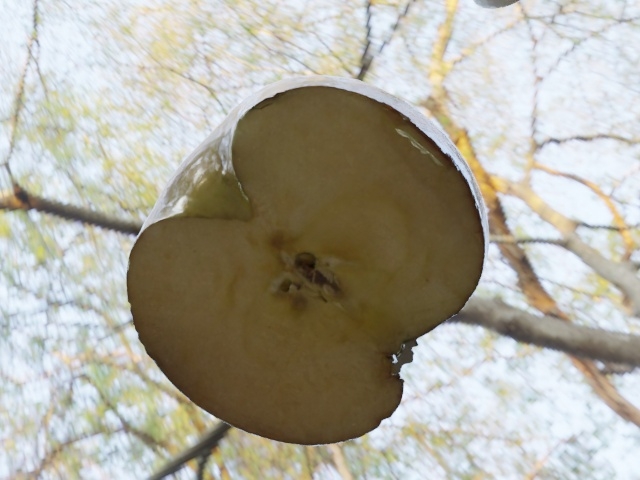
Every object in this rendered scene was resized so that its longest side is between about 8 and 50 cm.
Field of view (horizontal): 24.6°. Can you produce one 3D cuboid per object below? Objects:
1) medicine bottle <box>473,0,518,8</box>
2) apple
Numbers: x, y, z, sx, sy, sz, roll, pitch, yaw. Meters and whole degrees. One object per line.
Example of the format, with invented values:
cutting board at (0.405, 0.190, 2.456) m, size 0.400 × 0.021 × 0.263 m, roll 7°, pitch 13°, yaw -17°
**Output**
medicine bottle at (0.131, -0.233, 1.153) m, size 0.057 × 0.057 × 0.089 m, roll -34°, pitch -48°, yaw -5°
apple at (0.000, 0.000, 1.187) m, size 0.251 × 0.163 × 0.293 m, roll 40°, pitch -68°, yaw -8°
